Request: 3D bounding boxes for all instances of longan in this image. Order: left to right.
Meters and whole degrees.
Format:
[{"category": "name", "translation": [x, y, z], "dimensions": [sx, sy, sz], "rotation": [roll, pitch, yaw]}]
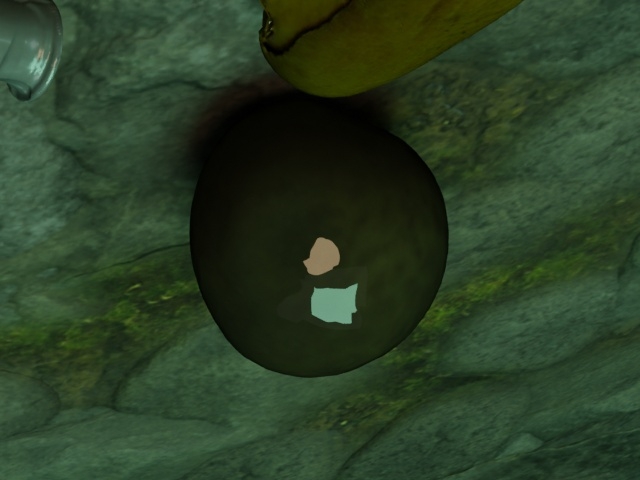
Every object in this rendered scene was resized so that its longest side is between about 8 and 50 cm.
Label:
[{"category": "longan", "translation": [0.000, 0.000, 1.313], "dimensions": [0.198, 0.198, 0.212], "rotation": [-21, 150, 5]}]

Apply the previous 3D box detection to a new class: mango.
[{"category": "mango", "translation": [0.049, -0.173, 1.096], "dimensions": [0.167, 0.130, 0.262], "rotation": [0, 153, -40]}]

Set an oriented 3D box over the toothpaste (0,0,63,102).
[{"category": "toothpaste", "translation": [-0.288, -0.132, 1.025], "dimensions": [0.299, 0.073, 0.114], "rotation": [8, 171, -37]}]
